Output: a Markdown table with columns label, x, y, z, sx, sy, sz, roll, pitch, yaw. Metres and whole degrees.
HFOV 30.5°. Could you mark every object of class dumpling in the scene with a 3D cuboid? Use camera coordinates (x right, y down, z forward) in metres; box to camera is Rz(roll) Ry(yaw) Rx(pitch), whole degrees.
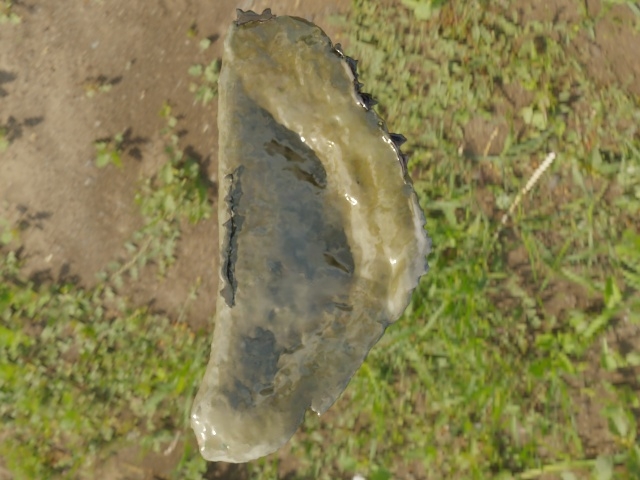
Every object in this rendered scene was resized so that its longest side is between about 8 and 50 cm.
| label | x | y | z | sx | sy | sz | roll | pitch | yaw |
| --- | --- | --- | --- | --- | --- | --- | --- | --- | --- |
| dumpling | -0.003 | 0.000 | 0.873 | 0.166 | 0.086 | 0.332 | 5 | 87 | 0 |
